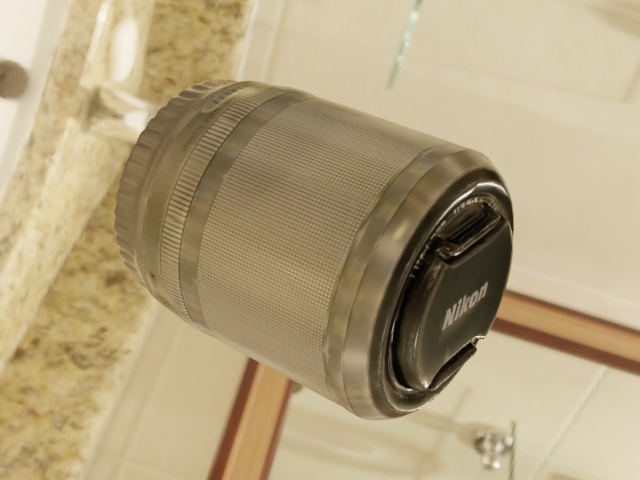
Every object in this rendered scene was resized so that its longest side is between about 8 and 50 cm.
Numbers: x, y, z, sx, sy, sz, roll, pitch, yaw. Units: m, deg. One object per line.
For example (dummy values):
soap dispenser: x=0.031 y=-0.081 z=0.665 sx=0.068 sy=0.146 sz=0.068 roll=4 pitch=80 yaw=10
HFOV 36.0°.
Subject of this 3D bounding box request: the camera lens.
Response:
camera lens: x=0.000 y=0.000 z=0.794 sx=0.219 sy=0.274 sz=0.219 roll=-36 pitch=139 yaw=-40
